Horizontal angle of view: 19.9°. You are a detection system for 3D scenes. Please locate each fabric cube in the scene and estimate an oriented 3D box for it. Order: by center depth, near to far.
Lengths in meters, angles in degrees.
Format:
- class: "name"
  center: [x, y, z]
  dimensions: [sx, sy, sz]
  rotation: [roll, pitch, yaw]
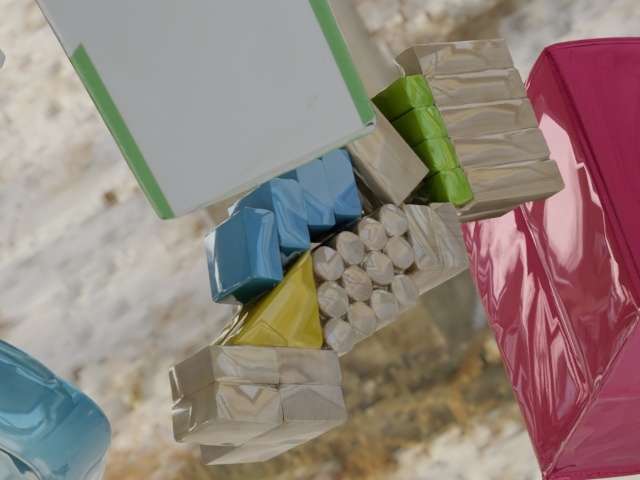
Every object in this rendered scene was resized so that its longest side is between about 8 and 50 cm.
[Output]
- class: "fabric cube"
  center: [0.290, 0.015, 1.482]
  dimensions: [0.254, 0.259, 0.258]
  rotation: [-2, 53, -18]

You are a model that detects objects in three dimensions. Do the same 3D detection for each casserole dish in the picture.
- class: "casserole dish"
  center: [-0.155, 0.090, 0.816]
  dimensions: [0.037, 0.114, 0.188]
  rotation: [-63, -1, -28]

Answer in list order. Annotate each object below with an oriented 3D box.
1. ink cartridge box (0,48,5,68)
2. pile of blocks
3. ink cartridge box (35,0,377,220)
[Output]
- class: "ink cartridge box"
  center: [-0.337, -0.011, 0.798]
  dimensions: [0.071, 0.324, 0.330]
  rotation: [30, 91, 35]
- class: "pile of blocks"
  center: [0.000, 0.000, 1.070]
  dimensions: [0.113, 0.149, 0.362]
  rotation: [-32, 8, 46]
- class: "ink cartridge box"
  center: [-0.070, -0.139, 0.692]
  dimensions: [0.093, 0.160, 0.219]
  rotation: [-25, 38, 1]
